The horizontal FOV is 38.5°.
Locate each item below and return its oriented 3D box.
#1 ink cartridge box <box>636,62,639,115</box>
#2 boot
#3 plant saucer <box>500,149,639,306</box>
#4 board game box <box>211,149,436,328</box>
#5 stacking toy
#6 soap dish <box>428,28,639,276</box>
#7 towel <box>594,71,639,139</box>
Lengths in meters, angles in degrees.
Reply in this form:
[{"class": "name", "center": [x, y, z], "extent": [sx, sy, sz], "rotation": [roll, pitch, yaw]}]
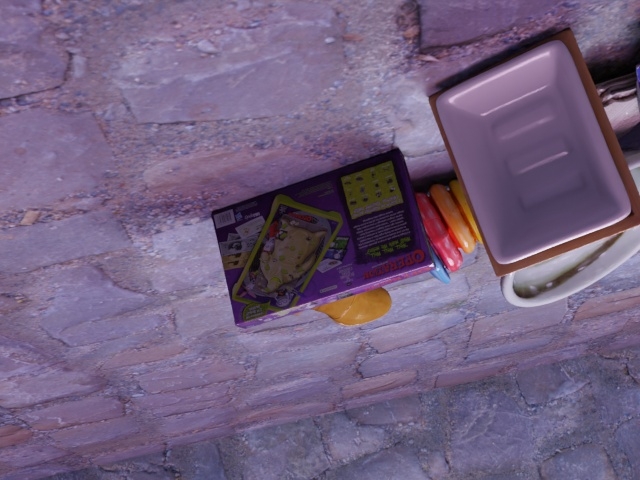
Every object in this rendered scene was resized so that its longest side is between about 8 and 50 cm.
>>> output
[{"class": "ink cartridge box", "center": [0.578, -0.228, 1.337], "extent": [0.223, 0.045, 0.224], "rotation": [-17, 160, 17]}, {"class": "boot", "center": [0.065, 0.104, 1.984], "extent": [0.295, 0.104, 0.211], "rotation": [2, 155, -25]}, {"class": "plant saucer", "center": [0.477, -0.041, 1.663], "extent": [0.400, 0.101, 0.400], "rotation": [-24, 149, -15]}, {"class": "board game box", "center": [0.000, 0.000, 1.532], "extent": [0.346, 0.208, 0.056], "rotation": [-17, 159, 12]}, {"class": "stacking toy", "center": [0.295, -0.065, 1.661], "extent": [0.301, 0.175, 0.166], "rotation": [-29, 160, 8]}, {"class": "soap dish", "center": [0.312, -0.120, 1.323], "extent": [0.228, 0.291, 0.118], "rotation": [-24, 171, 25]}, {"class": "towel", "center": [0.454, -0.187, 1.507], "extent": [0.187, 0.049, 0.282], "rotation": [-18, 163, -22]}]
